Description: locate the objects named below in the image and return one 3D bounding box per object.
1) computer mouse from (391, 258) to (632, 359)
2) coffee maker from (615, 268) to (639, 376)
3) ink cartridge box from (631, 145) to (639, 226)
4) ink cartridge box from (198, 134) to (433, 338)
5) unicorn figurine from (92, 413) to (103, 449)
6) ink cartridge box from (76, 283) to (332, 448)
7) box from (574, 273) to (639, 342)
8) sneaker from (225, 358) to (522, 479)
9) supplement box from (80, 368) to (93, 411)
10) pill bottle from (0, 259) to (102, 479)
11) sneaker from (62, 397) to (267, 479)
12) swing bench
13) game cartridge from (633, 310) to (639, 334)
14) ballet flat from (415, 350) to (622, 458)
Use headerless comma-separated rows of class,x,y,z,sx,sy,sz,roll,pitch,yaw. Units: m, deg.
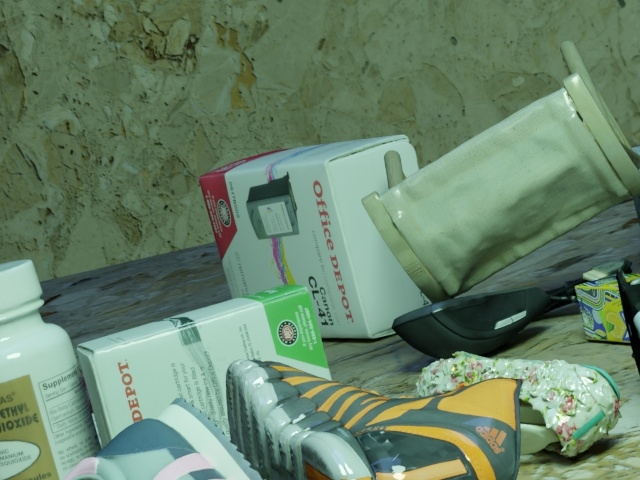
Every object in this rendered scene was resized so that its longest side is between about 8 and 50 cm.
computer mouse,0.211,0.076,2.006,0.184,0.060,0.262,-22,-10,42
coffee maker,0.348,0.077,1.597,0.178,0.120,0.171,-14,48,4
ink cartridge box,0.500,-0.059,2.230,0.272,0.130,0.309,-13,7,8
ink cartridge box,0.000,0.000,2.378,0.131,0.226,0.306,-19,7,-30
unicorn figurine,-0.239,0.195,1.954,0.111,0.060,0.162,1,7,23
ink cartridge box,-0.100,0.139,1.754,0.208,0.153,0.087,-15,6,-17
box,0.318,0.066,1.881,0.054,0.059,0.169,-16,7,-26
sneaker,0.047,0.152,1.411,0.180,0.124,0.321,-10,16,-19
supplement box,-0.259,0.172,2.265,0.083,0.043,0.055,-7,10,39
pill bottle,-0.283,0.141,1.787,0.131,0.229,0.131,-14,7,2
sneaker,-0.075,0.211,1.241,0.131,0.112,0.319,-29,24,-17
swing bench,0.199,-0.063,2.049,0.253,0.165,0.255,-30,9,13
game cartridge,0.293,0.063,1.534,0.083,0.017,0.056,-20,45,-2
ballet flat,0.142,0.139,1.589,0.077,0.091,0.241,-46,19,-29
